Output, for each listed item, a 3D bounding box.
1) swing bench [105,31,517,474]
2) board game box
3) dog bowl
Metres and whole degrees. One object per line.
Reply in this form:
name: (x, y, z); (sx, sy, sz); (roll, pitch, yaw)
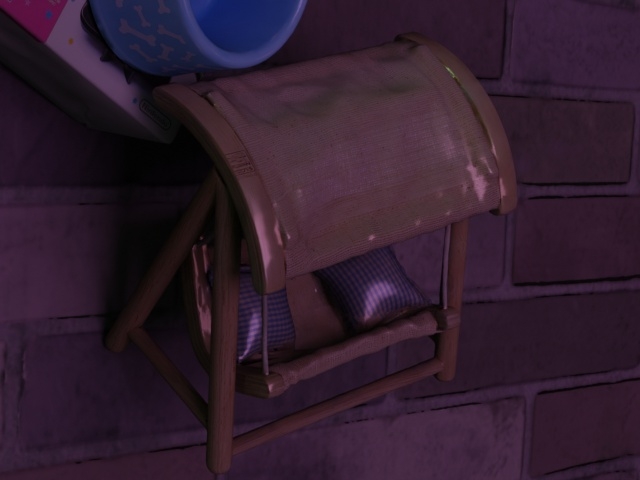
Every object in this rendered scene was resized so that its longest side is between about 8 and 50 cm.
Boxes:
swing bench: (0.000, 0.000, 1.124); (0.253, 0.165, 0.255); (-18, 139, -38)
board game box: (-0.135, -0.255, 1.054); (0.224, 0.097, 0.303); (41, 68, -51)
dog bowl: (-0.067, -0.253, 1.002); (0.166, 0.074, 0.297); (-10, 109, -50)
